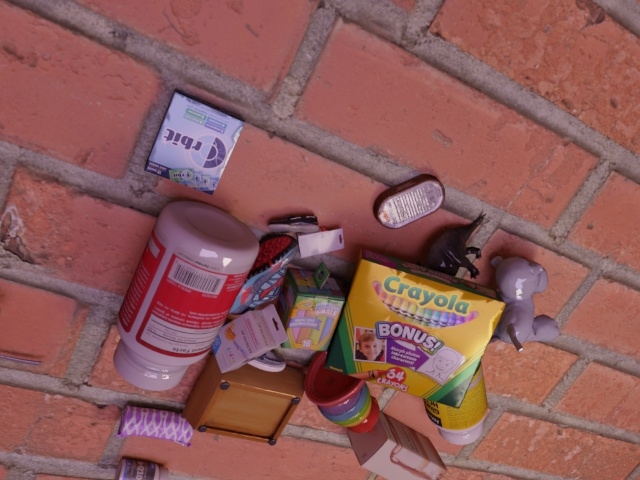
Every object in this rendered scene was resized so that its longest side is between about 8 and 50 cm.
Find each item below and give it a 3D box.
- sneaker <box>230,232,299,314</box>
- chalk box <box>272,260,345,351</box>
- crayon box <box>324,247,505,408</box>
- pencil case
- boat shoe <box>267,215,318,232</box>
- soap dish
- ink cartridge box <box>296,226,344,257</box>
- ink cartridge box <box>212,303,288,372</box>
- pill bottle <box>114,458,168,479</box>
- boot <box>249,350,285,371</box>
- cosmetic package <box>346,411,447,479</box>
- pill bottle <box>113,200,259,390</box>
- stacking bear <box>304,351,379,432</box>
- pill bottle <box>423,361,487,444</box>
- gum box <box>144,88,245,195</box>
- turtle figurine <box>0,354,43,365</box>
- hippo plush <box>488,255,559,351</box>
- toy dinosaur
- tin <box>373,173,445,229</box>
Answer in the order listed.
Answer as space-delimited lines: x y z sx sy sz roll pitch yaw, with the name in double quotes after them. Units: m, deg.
-0.140 0.088 1.330 0.262 0.104 0.125 -42 135 15 "sneaker"
-0.027 0.157 1.361 0.132 0.132 0.212 8 114 -19 "chalk box"
0.229 0.223 1.351 0.363 0.106 0.312 17 109 0 "crayon box"
-0.447 0.510 1.461 0.206 0.088 0.086 17 148 -19 "pencil case"
-0.067 -0.043 1.299 0.125 0.038 0.046 -2 159 -8 "boat shoe"
-0.203 0.442 1.474 0.291 0.118 0.228 20 110 -25 "soap dish"
0.000 0.000 1.344 0.115 0.029 0.062 -12 119 -10 "ink cartridge box"
-0.182 0.241 1.323 0.181 0.104 0.062 -33 162 21 "ink cartridge box"
-0.517 0.682 1.541 0.137 0.078 0.078 20 111 -24 "pill bottle"
-0.167 0.285 1.426 0.190 0.069 0.086 22 106 -20 "boot"
0.244 0.671 1.696 0.296 0.153 0.129 36 102 -29 "cosmetic package"
-0.320 0.133 1.214 0.229 0.229 0.407 20 111 -23 "pill bottle"
0.083 0.462 1.541 0.164 0.175 0.289 -47 133 -15 "stacking bear"
0.397 0.449 1.595 0.188 0.188 0.333 -20 120 -4 "pill bottle"
-0.273 -0.209 1.154 0.157 0.041 0.184 19 110 -23 "gum box"
-0.821 0.255 1.168 0.267 0.197 0.274 -15 116 -2 "turtle figurine"
0.518 0.161 1.489 0.294 0.234 0.236 2 88 -44 "hippo plush"
0.337 0.052 1.404 0.160 0.121 0.313 33 102 -20 "toy dinosaur"
0.226 -0.097 1.350 0.190 0.040 0.106 -25 116 -1 "tin"
